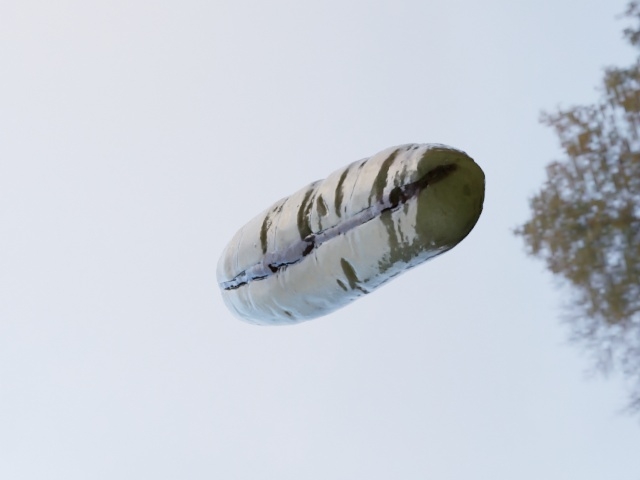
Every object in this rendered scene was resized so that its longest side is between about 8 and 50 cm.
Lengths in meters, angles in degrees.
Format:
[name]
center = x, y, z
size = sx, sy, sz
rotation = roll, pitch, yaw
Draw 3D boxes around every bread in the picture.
[bread]
center = 0.001, 0.000, 0.596
size = 0.053, 0.214, 0.073
rotation = 27, -120, -28
